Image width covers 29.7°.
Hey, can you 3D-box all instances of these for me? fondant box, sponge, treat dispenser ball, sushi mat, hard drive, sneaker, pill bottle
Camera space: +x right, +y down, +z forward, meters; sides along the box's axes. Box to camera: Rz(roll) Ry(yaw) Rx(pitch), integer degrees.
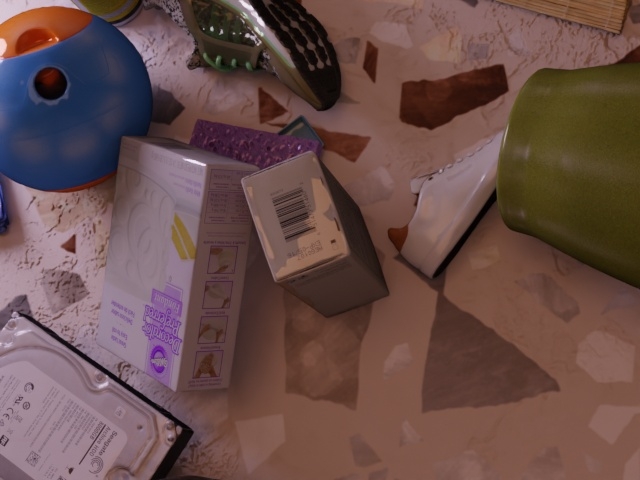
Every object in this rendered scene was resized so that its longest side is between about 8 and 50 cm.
[{"bbox_3d":[-0.214,0.029,1.764,0.238,0.096,0.330,20,106,49],"label":"fondant box"},{"bbox_3d":[-0.112,-0.117,1.896,0.210,0.031,0.117,12,80,16],"label":"sponge"},{"bbox_3d":[-0.405,-0.217,1.870,0.288,0.288,0.288,-3,77,12],"label":"treat dispenser ball"},{"bbox_3d":[0.339,-0.430,1.886,0.317,0.019,0.151,19,84,17],"label":"sushi mat"},{"bbox_3d":[-0.390,0.291,1.810,0.339,0.064,0.237,32,87,17],"label":"hard drive"},{"bbox_3d":[-0.134,-0.328,1.939,0.410,0.158,0.182,46,122,16],"label":"sneaker"},{"bbox_3d":[-0.371,-0.438,1.952,0.119,0.208,0.119,-3,78,12],"label":"pill bottle"},{"bbox_3d":[0.208,-0.092,1.795,0.123,0.106,0.290,38,90,15],"label":"sneaker"}]

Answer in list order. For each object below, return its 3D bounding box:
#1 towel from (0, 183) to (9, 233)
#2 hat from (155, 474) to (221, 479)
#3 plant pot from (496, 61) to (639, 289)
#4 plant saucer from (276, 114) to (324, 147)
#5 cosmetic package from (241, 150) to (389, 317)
[{"bbox_3d":[-0.697,-0.078,2.037,0.336,0.040,0.243,-19,73,8],"label":"towel"},{"bbox_3d":[-0.168,0.496,1.731,0.331,0.134,0.331,-1,87,10],"label":"hat"},{"bbox_3d":[0.442,-0.092,1.640,0.353,0.366,0.366,13,81,27],"label":"plant pot"},{"bbox_3d":[-0.086,-0.117,1.916,0.192,0.018,0.067,-37,72,4],"label":"plant saucer"},{"bbox_3d":[0.000,0.000,1.717,0.113,0.309,0.160,-21,73,7],"label":"cosmetic package"}]
